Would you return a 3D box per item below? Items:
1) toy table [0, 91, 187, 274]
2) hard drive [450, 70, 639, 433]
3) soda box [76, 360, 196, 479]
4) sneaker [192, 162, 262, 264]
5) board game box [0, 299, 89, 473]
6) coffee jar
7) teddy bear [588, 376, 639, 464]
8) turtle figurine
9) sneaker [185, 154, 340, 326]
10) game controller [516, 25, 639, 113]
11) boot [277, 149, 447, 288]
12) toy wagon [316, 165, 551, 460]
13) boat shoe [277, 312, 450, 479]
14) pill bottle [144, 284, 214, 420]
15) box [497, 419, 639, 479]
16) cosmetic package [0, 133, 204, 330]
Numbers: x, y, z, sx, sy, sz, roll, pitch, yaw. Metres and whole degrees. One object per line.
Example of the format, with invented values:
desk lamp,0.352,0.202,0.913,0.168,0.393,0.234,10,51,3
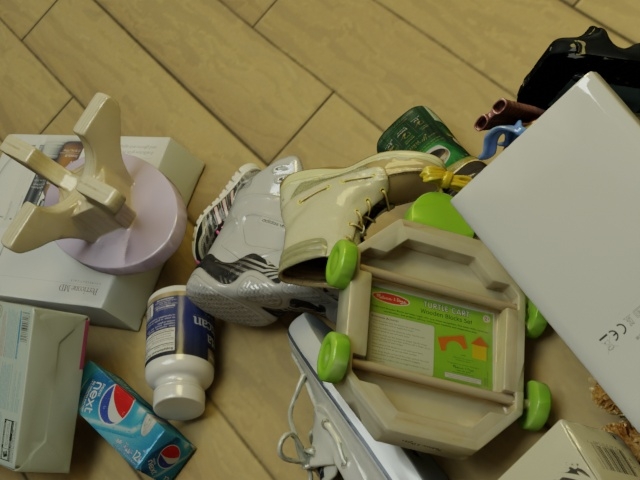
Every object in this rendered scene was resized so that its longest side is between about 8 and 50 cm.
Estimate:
toy table,-0.332,-0.066,2.018,0.274,0.161,0.252,11,70,36
hard drive,0.300,0.012,1.439,0.203,0.040,0.307,-44,75,23
soda box,-0.263,0.248,1.951,0.210,0.071,0.067,32,85,45
sneaker,-0.118,-0.033,2.025,0.075,0.063,0.170,18,70,50
board game box,-0.460,0.196,2.043,0.303,0.097,0.224,6,87,48
coffee jar,0.155,-0.090,1.839,0.096,0.079,0.184,-42,44,5
teddy bear,0.417,0.173,1.444,0.338,0.113,0.245,12,73,42
turtle figurine,0.300,-0.051,1.617,0.274,0.266,0.198,7,87,2
sneaker,0.000,0.000,1.860,0.366,0.137,0.210,-1,60,35
game controller,0.319,-0.172,1.603,0.166,0.319,0.067,17,87,2
boot,0.051,-0.023,1.727,0.213,0.077,0.165,-9,44,11
toy wagon,0.133,0.076,1.636,0.068,0.267,0.344,129,152,-54
boat shoe,0.029,0.253,1.693,0.156,0.136,0.367,-44,55,11
pill bottle,-0.191,0.154,1.939,0.094,0.094,0.169,-22,52,26
box,0.208,0.311,1.470,0.275,0.113,0.094,-50,45,24
cosmetic package,-0.386,-0.021,2.207,0.377,0.097,0.284,4,68,39
